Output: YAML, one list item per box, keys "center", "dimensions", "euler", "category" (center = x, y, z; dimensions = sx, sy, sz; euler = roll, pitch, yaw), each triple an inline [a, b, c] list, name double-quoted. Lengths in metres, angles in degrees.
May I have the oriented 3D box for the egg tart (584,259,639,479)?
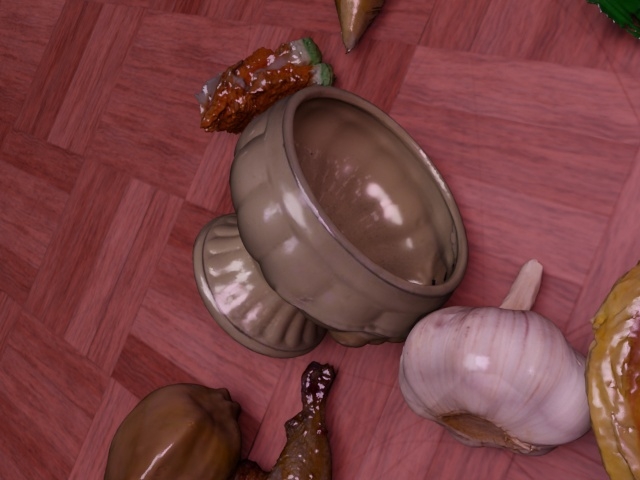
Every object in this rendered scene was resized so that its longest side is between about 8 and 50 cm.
- center: [0.355, 0.130, 0.526]
  dimensions: [0.290, 0.115, 0.290]
  euler: [0, 83, 3]
  category: "egg tart"

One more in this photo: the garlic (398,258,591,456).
- center: [0.198, 0.100, 0.648]
  dimensions: [0.199, 0.199, 0.226]
  euler: [6, 54, 35]
  category: "garlic"

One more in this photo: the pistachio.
- center: [-0.218, 0.309, 0.841]
  dimensions: [0.163, 0.213, 0.260]
  euler: [43, 110, 15]
  category: "pistachio"

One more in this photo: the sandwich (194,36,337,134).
- center: [-0.091, -0.238, 0.943]
  dimensions: [0.185, 0.160, 0.109]
  euler: [-21, 84, 36]
  category: "sandwich"

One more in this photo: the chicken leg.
- center: [-0.064, 0.315, 0.812]
  dimensions: [0.322, 0.083, 0.177]
  euler: [-50, 37, 15]
  category: "chicken leg"

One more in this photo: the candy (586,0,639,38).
- center: [0.375, -0.324, 0.666]
  dimensions: [0.203, 0.141, 0.078]
  euler: [-59, 35, 8]
  category: "candy"

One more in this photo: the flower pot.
- center: [0.000, 0.000, 0.746]
  dimensions: [0.244, 0.307, 0.307]
  euler: [-40, 56, 37]
  category: "flower pot"

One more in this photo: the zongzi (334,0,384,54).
- center: [0.033, -0.400, 0.947]
  dimensions: [0.194, 0.099, 0.197]
  euler: [39, 106, 36]
  category: "zongzi"
